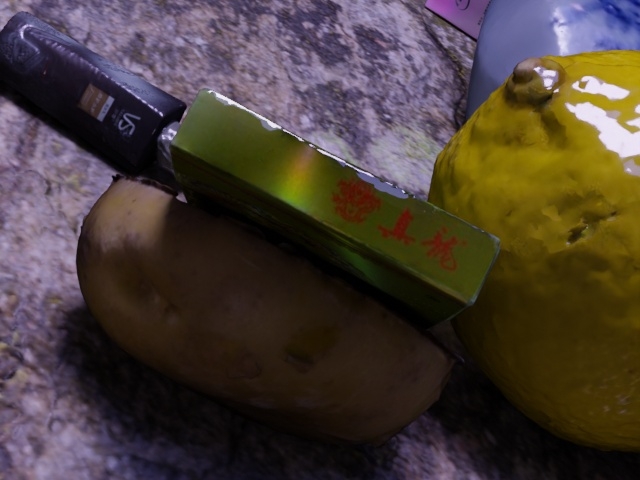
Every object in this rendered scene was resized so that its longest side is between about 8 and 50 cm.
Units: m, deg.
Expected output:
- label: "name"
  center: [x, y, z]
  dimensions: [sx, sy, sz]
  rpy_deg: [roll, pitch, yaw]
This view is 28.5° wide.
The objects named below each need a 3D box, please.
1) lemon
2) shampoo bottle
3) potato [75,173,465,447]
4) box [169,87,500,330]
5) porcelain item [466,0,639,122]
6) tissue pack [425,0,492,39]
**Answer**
- label: "lemon"
  center: [0.203, 0.006, 0.866]
  dimensions: [0.322, 0.268, 0.268]
  rpy_deg: [48, 24, -20]
- label: "shampoo bottle"
  center: [-0.153, -0.099, 0.964]
  dimensions: [0.207, 0.057, 0.063]
  rpy_deg: [33, 23, 6]
- label: "potato"
  center: [-0.044, 0.047, 0.732]
  dimensions: [0.243, 0.098, 0.138]
  rpy_deg: [25, -10, 14]
- label: "box"
  center: [0.000, 0.000, 0.772]
  dimensions: [0.173, 0.043, 0.311]
  rpy_deg: [28, -8, 1]
- label: "porcelain item"
  center: [0.270, -0.168, 1.268]
  dimensions: [0.242, 0.178, 0.405]
  rpy_deg: [26, 38, -6]
- label: "tissue pack"
  center: [0.248, -0.352, 1.489]
  dimensions: [0.148, 0.246, 0.092]
  rpy_deg: [37, 31, 16]
